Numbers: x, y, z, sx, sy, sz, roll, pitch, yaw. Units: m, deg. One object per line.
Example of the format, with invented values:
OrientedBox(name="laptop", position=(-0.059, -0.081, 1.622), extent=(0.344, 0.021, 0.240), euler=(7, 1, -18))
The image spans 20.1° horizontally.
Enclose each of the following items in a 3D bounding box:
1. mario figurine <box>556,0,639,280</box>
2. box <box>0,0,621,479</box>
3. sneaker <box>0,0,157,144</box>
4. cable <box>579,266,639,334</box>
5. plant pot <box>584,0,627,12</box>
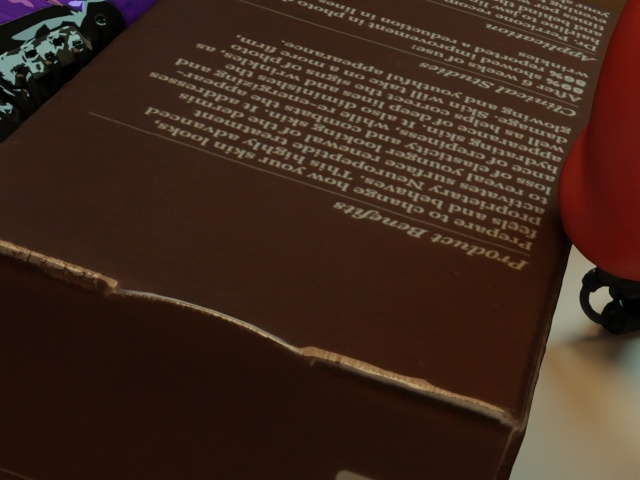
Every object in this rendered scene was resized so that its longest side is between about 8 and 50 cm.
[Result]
OrientedBox(name="mario figurine", position=(0.220, 0.014, 0.603), extent=(0.320, 0.170, 0.198), euler=(49, -16, -23))
OrientedBox(name="box", position=(0.000, 0.000, 0.707), extent=(0.191, 0.143, 0.381), euler=(19, 26, 7))
OrientedBox(name="sneaker", position=(-0.150, -0.066, 0.811), extent=(0.293, 0.102, 0.146), euler=(-12, 42, -33))
OrientedBox(name="cable", position=(0.217, 0.004, 0.804), extent=(0.150, 0.184, 0.047), euler=(2, 69, -44))
OrientedBox(name="plant pot", position=(0.129, -0.109, 0.993), extent=(0.237, 0.110, 0.237), euler=(12, 29, -7))
